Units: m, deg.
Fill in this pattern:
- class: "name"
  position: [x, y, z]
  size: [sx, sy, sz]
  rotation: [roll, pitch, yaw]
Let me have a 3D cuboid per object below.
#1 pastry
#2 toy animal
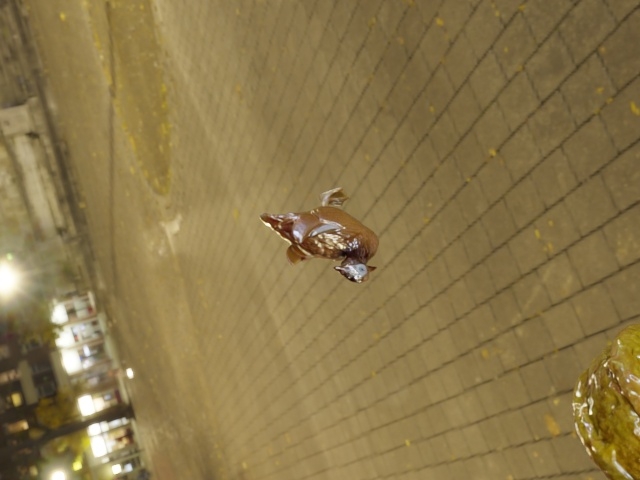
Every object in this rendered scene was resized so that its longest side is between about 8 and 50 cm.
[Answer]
- class: "pastry"
  position: [0.344, 0.174, 0.804]
  size: [0.103, 0.188, 0.189]
  rotation: [-59, 45, 35]
- class: "toy animal"
  position: [0.000, 0.000, 1.258]
  size: [0.179, 0.188, 0.089]
  rotation: [-96, 14, -50]
